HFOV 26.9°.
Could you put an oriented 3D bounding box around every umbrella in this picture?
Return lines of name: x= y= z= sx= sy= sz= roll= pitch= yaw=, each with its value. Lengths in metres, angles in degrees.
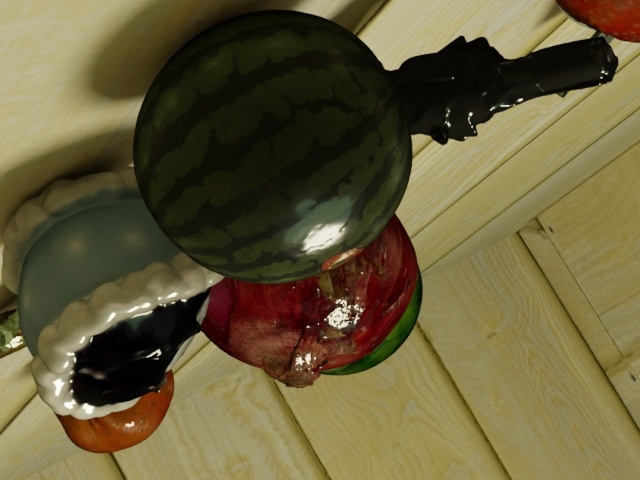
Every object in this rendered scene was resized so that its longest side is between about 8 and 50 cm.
umbrella: x=0.092 y=-0.125 z=1.150 sx=0.340 sy=0.118 sz=0.118 roll=-7 pitch=-172 yaw=38

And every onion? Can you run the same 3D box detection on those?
onion: x=-0.026 y=0.039 z=1.535 sx=0.276 sy=0.276 sz=0.276 roll=-30 pitch=171 yaw=-5

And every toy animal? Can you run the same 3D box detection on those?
toy animal: x=-0.193 y=0.039 z=1.171 sx=0.156 sy=0.204 sz=0.208 roll=3 pitch=137 yaw=-38

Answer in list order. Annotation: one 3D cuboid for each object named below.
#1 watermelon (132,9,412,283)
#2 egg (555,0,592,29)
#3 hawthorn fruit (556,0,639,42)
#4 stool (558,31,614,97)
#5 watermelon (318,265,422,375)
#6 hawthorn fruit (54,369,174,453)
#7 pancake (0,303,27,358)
watermelon: x=-0.038 y=-0.068 z=1.016 sx=0.212 sy=0.212 sz=0.212 roll=-30 pitch=171 yaw=-5
egg: x=0.306 y=-0.269 z=1.222 sx=0.209 sy=0.151 sz=0.151 roll=-27 pitch=174 yaw=30
hawthorn fruit: x=0.271 y=-0.258 z=1.015 sx=0.205 sy=0.205 sz=0.253 roll=-28 pitch=173 yaw=-14
stool: x=0.453 y=-0.209 z=1.520 sx=0.269 sy=0.244 sz=0.170 roll=-49 pitch=172 yaw=-6
watermelon: x=0.026 y=0.074 z=1.937 sx=0.242 sy=0.242 sz=0.242 roll=-30 pitch=171 yaw=-5
hawthorn fruit: x=-0.290 y=0.203 z=1.859 sx=0.189 sy=0.189 sz=0.189 roll=-30 pitch=171 yaw=-5
pancake: x=-0.239 y=0.024 z=1.400 sx=0.376 sy=0.054 sz=0.197 roll=-35 pitch=172 yaw=17
